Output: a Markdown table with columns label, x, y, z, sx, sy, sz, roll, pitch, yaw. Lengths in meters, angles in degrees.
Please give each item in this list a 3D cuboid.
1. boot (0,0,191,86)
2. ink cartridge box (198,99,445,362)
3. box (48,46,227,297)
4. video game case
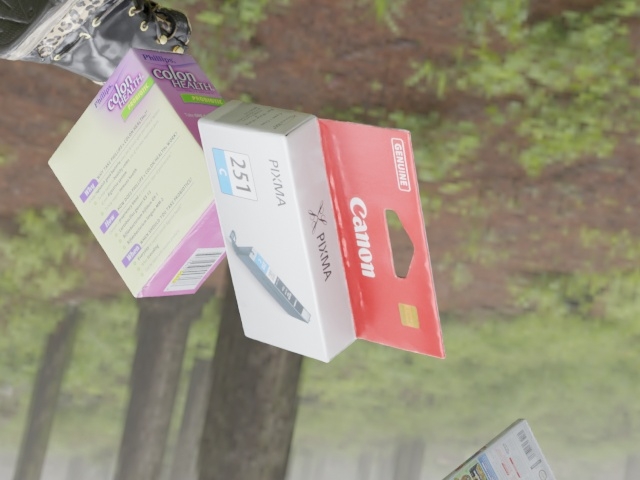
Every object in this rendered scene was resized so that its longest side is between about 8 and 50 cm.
| label | x | y | z | sx | sy | sz | roll | pitch | yaw |
| --- | --- | --- | --- | --- | --- | --- | --- | --- | --- |
| boot | -0.299 | -0.375 | 2.263 | 0.377 | 0.138 | 0.284 | -38 | 152 | 19 |
| ink cartridge box | 0.000 | 0.000 | 1.663 | 0.261 | 0.296 | 0.066 | 13 | -144 | 39 |
| box | -0.203 | -0.086 | 1.895 | 0.117 | 0.243 | 0.213 | -3 | 140 | -53 |
| video game case | 0.142 | 0.213 | 1.191 | 0.122 | 0.087 | 0.011 | -33 | -168 | -29 |
